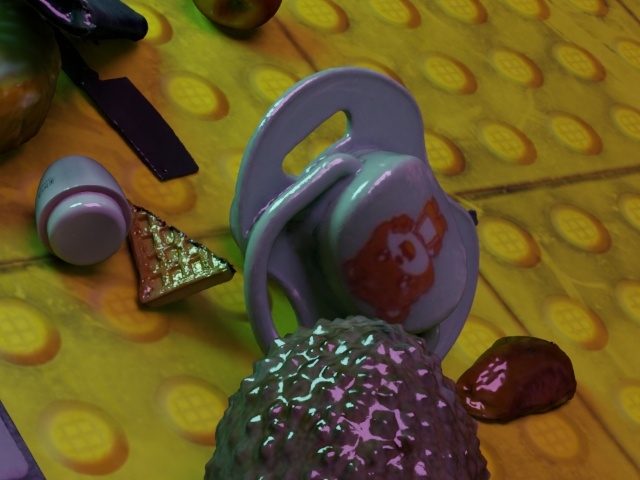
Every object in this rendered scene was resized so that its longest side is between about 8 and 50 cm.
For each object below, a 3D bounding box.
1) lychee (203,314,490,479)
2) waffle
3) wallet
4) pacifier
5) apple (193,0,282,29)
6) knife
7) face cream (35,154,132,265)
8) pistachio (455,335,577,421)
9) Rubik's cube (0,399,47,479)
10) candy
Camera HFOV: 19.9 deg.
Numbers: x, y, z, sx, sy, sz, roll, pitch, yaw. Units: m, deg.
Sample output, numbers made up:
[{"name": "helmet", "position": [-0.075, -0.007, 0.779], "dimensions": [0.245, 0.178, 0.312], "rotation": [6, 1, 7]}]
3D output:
[{"name": "lychee", "position": [0.030, 0.203, 1.536], "dimensions": [0.255, 0.274, 0.255], "rotation": [15, 7, -2]}, {"name": "waffle", "position": [-0.143, -0.003, 1.799], "dimensions": [0.097, 0.023, 0.153], "rotation": [-23, 47, 4]}, {"name": "wallet", "position": [-0.282, -0.266, 1.893], "dimensions": [0.190, 0.046, 0.379], "rotation": [36, 5, -1]}, {"name": "pacifier", "position": [0.000, 0.000, 1.797], "dimensions": [0.288, 0.269, 0.343], "rotation": [-40, 118, -27]}, {"name": "apple", "position": [-0.101, -0.301, 2.167], "dimensions": [0.114, 0.099, 0.102], "rotation": [43, 39, -28]}, {"name": "knife", "position": [-0.220, -0.155, 1.979], "dimensions": [0.245, 0.019, 0.072], "rotation": [49, 36, 19]}, {"name": "face cream", "position": [-0.231, -0.030, 1.759], "dimensions": [0.091, 0.091, 0.095], "rotation": [9, 33, -26]}, {"name": "pistachio", "position": [0.206, 0.135, 1.899], "dimensions": [0.173, 0.049, 0.089], "rotation": [-10, 51, -42]}, {"name": "Rubik's cube", "position": [-0.408, 0.169, 1.217], "dimensions": [0.303, 0.301, 0.305], "rotation": [-10, 51, -41]}, {"name": "candy", "position": [-0.388, -0.183, 1.817], "dimensions": [0.260, 0.118, 0.260], "rotation": [16, 35, -12]}]
